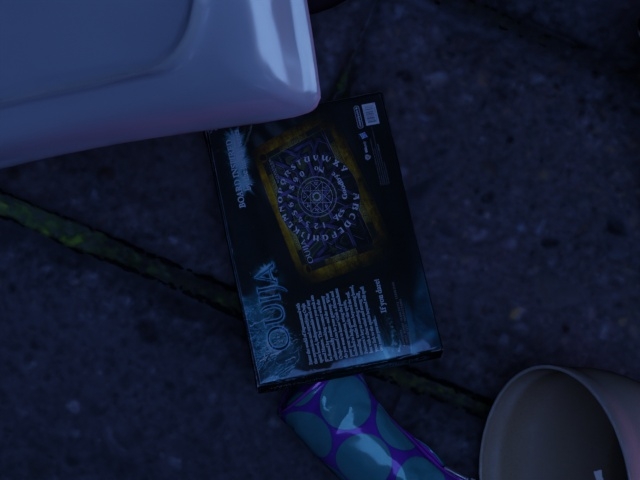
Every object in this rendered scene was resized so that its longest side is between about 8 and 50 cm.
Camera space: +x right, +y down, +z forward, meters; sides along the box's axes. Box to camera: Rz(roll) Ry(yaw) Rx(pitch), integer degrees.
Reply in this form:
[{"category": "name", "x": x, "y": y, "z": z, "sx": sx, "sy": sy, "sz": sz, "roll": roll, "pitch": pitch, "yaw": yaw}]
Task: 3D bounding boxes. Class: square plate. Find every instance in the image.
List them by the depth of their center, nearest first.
[{"category": "square plate", "x": -0.164, "y": -0.225, "z": 1.169, "sx": 0.049, "sy": 0.344, "sz": 0.347, "roll": -14, "pitch": 95, "yaw": -47}]

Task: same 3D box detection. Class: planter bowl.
[{"category": "planter bowl", "x": 0.196, "y": 0.159, "z": 1.287, "sx": 0.109, "sy": 0.162, "sz": 0.162, "roll": -3, "pitch": 93, "yaw": -31}]

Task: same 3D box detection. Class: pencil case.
[{"category": "pencil case", "x": 0.042, "y": 0.144, "z": 1.308, "sx": 0.070, "sy": 0.064, "sz": 0.151, "roll": -43, "pitch": 96, "yaw": 14}]

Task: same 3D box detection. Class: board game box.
[{"category": "board game box", "x": 0.000, "y": 0.000, "z": 1.286, "sx": 0.126, "sy": 0.026, "sz": 0.186, "roll": -11, "pitch": 73, "yaw": -5}]

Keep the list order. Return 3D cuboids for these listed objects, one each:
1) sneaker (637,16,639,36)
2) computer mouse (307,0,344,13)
[{"category": "sneaker", "x": 0.313, "y": -0.008, "z": 1.305, "sx": 0.147, "sy": 0.145, "sz": 0.384, "roll": 1, "pitch": 107, "yaw": 36}, {"category": "computer mouse", "x": 0.001, "y": -0.268, "z": 1.237, "sx": 0.188, "sy": 0.072, "sz": 0.272, "roll": -3, "pitch": 115, "yaw": -18}]
